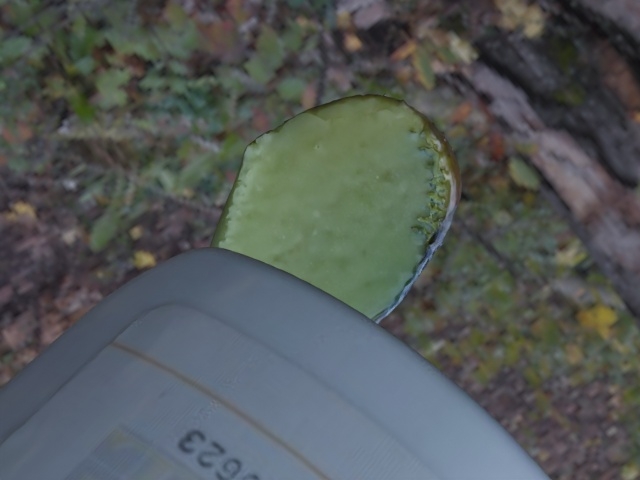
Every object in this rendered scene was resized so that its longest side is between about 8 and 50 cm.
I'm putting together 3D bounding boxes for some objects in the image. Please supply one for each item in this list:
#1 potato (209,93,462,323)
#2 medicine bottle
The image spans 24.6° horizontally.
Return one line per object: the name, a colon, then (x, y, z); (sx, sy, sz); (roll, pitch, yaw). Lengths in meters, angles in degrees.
potato: (0.000, 0.000, 0.820); (0.198, 0.119, 0.054); (-56, 169, 20)
medicine bottle: (-0.081, 0.156, 0.414); (0.324, 0.179, 0.124); (-44, 161, -33)
